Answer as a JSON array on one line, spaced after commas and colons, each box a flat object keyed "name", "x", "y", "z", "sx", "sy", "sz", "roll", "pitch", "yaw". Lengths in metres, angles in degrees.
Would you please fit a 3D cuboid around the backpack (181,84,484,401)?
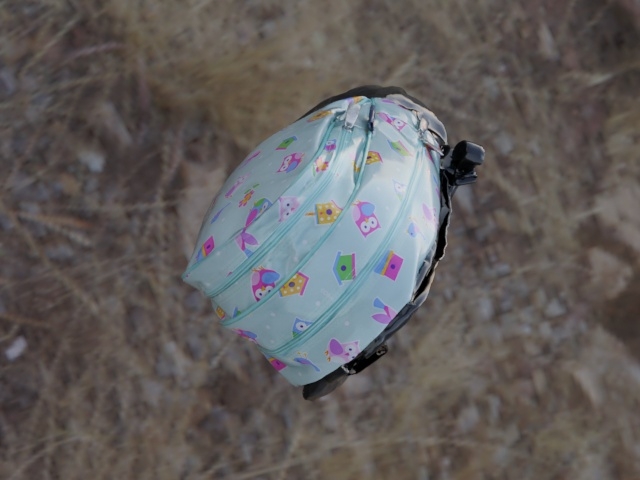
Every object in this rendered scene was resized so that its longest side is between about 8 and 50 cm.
[{"name": "backpack", "x": 0.000, "y": 0.000, "z": 0.848, "sx": 0.115, "sy": 0.152, "sz": 0.182, "roll": 37, "pitch": 26, "yaw": -10}]
